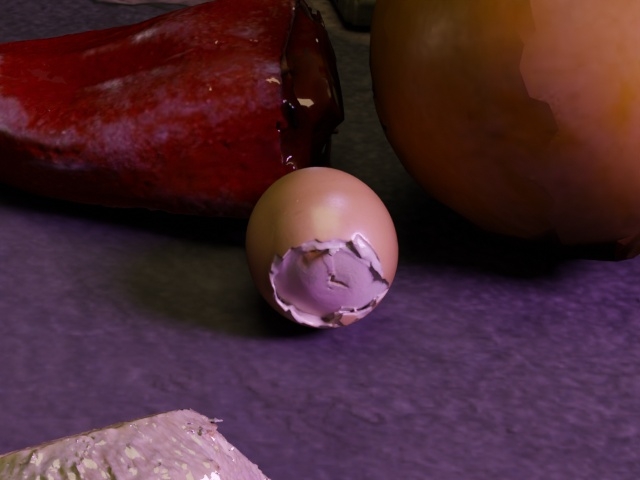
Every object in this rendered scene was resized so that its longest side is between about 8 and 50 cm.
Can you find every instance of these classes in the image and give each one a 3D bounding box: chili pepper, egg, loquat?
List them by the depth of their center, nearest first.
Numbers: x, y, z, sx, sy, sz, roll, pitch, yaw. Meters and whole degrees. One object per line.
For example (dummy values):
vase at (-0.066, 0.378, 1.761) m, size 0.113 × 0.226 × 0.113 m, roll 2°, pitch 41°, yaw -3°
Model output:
egg at (0.000, 0.000, 1.006) m, size 0.080 × 0.080 × 0.096 m, roll 2°, pitch 35°, yaw -5°
loquat at (0.145, -0.103, 1.061) m, size 0.235 × 0.235 × 0.235 m, roll 4°, pitch 30°, yaw -2°
chili pepper at (-0.114, -0.068, 1.106) m, size 0.252 × 0.136 × 0.144 m, roll -4°, pitch 74°, yaw 4°

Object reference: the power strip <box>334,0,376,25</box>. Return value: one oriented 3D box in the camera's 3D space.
power strip at (0.039, -0.192, 1.400) m, size 0.076 × 0.028 × 0.169 m, roll -2°, pitch 29°, yaw -12°

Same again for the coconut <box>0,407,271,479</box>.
coconut at (-0.072, 0.143, 0.690) m, size 0.147 × 0.153 × 0.147 m, roll -14°, pitch -7°, yaw -2°
